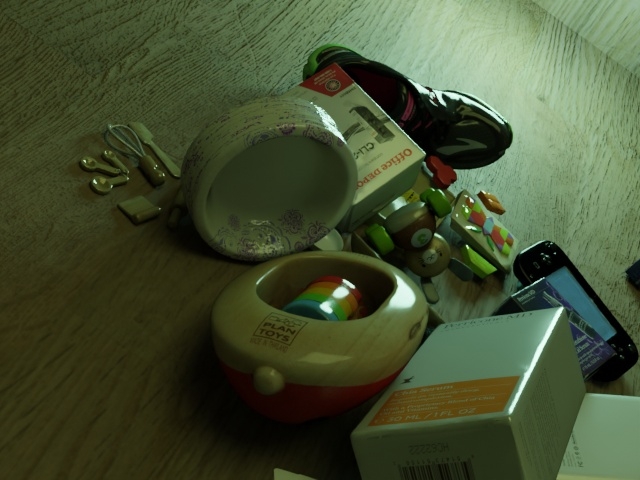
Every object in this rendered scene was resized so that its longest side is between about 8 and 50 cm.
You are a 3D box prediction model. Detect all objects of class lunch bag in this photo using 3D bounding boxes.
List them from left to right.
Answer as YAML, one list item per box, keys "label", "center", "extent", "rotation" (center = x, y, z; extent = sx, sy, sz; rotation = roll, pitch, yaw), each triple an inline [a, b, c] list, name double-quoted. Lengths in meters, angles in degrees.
- label: "lunch bag"
  center: [0.779, 0.065, 2.436]
  extent: [0.065, 0.098, 0.067]
  rotation: [49, 31, 14]

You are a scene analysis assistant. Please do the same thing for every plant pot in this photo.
- label: "plant pot"
  center: [0.133, 0.077, 1.824]
  extent: [0.236, 0.032, 0.236]
  rotation: [44, 2, -2]

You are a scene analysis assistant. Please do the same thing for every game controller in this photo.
- label: "game controller"
  center: [0.523, 0.143, 2.121]
  extent: [0.166, 0.067, 0.319]
  rotation: [-19, 68, -52]

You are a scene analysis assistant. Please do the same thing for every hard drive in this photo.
- label: "hard drive"
  center: [0.490, 0.352, 1.795]
  extent: [0.307, 0.040, 0.203]
  rotation: [6, 41, -7]

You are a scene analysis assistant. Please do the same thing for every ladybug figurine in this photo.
- label: "ladybug figurine"
  center: [-0.004, 0.145, 1.540]
  extent: [0.305, 0.162, 0.449]
  rotation: [15, 20, 19]

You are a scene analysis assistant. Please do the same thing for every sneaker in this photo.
- label: "sneaker"
  center: [0.185, -0.263, 2.208]
  extent: [0.482, 0.185, 0.202]
  rotation: [18, 18, -9]

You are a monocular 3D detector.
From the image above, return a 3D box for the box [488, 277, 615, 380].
- label: "box"
  center: [0.432, 0.192, 1.970]
  extent: [0.207, 0.108, 0.153]
  rotation: [48, 36, 16]

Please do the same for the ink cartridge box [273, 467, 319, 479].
- label: "ink cartridge box"
  center: [0.003, 0.388, 1.395]
  extent: [0.181, 0.062, 0.104]
  rotation: [23, 35, -20]

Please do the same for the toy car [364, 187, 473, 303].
- label: "toy car"
  center: [0.199, 0.021, 1.938]
  extent: [0.188, 0.155, 0.149]
  rotation: [57, -1, -6]

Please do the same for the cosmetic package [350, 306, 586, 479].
- label: "cosmetic package"
  center: [0.236, 0.252, 1.520]
  extent: [0.453, 0.230, 0.162]
  rotation: [-34, 111, -65]

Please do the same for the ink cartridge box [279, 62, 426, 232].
- label: "ink cartridge box"
  center: [0.038, -0.179, 1.991]
  extent: [0.197, 0.114, 0.273]
  rotation: [-35, 73, -24]

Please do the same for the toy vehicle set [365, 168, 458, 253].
- label: "toy vehicle set"
  center: [0.174, -0.078, 2.126]
  extent: [0.166, 0.035, 0.267]
  rotation: [40, 34, 4]

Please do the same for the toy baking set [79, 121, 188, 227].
- label: "toy baking set"
  center: [-0.298, -0.122, 1.763]
  extent: [0.196, 0.030, 0.256]
  rotation: [31, 34, -8]

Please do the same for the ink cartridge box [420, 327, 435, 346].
- label: "ink cartridge box"
  center: [0.234, 0.191, 1.865]
  extent: [0.115, 0.029, 0.063]
  rotation: [9, 42, -34]

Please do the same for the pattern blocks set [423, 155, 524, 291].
- label: "pattern blocks set"
  center: [0.345, -0.023, 2.177]
  extent: [0.324, 0.026, 0.285]
  rotation: [34, 36, -18]

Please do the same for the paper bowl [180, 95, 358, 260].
- label: "paper bowl"
  center: [-0.092, -0.115, 1.713]
  extent: [0.284, 0.284, 0.148]
  rotation: [10, 37, -33]

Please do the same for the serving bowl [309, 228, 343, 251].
- label: "serving bowl"
  center: [0.000, 0.000, 1.885]
  extent: [0.083, 0.027, 0.083]
  rotation: [23, 37, -19]
